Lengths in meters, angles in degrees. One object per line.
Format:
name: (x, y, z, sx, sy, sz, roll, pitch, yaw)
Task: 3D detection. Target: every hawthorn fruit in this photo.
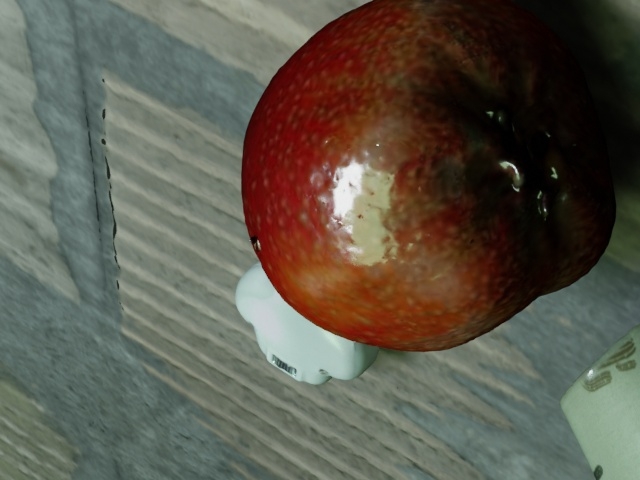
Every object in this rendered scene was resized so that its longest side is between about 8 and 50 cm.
hawthorn fruit: (0.040, -0.032, 0.858, 0.188, 0.169, 0.169, -4, 121, 53)

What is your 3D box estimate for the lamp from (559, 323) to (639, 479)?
lamp: (0.209, 0.134, 0.857, 0.215, 0.121, 0.121, 52, 147, 15)

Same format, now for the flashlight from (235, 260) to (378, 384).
flashlight: (0.000, 0.000, 1.024, 0.093, 0.047, 0.200, 31, 140, 21)
